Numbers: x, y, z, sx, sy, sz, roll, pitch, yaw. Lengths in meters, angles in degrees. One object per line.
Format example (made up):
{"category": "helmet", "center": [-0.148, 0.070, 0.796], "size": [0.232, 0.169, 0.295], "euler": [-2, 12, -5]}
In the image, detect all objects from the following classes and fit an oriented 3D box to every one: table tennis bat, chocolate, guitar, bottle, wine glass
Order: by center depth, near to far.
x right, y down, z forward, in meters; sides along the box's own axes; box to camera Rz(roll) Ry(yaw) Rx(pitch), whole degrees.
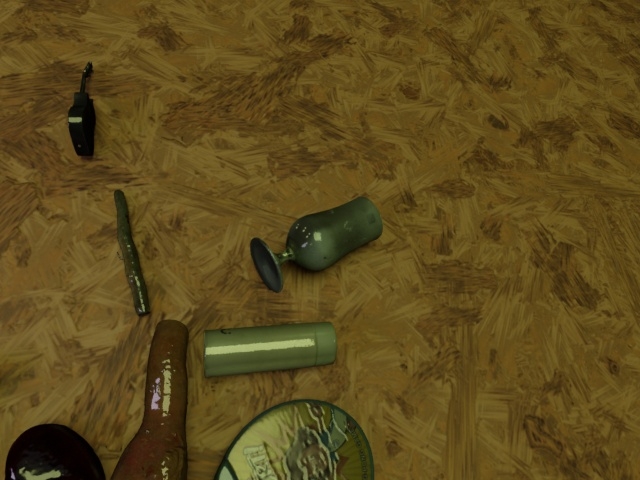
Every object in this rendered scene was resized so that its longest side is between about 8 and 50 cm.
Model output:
{"category": "chocolate", "center": [-0.338, 0.305, 0.521], "size": [0.125, 0.080, 0.148], "euler": [13, 60, -9]}
{"category": "table tennis bat", "center": [-0.067, 0.363, 0.592], "size": [0.329, 0.044, 0.215], "euler": [-26, 74, -27]}
{"category": "bottle", "center": [-0.079, 0.168, 0.666], "size": [0.202, 0.072, 0.072], "euler": [-1, 65, -16]}
{"category": "wine glass", "center": [0.000, 0.000, 0.755], "size": [0.231, 0.103, 0.103], "euler": [-24, 72, -28]}
{"category": "guitar", "center": [-0.434, -0.257, 0.786], "size": [0.025, 0.088, 0.233], "euler": [-3, 56, -16]}

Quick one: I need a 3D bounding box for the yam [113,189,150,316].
{"category": "yam", "center": [-0.319, 0.016, 0.704], "size": [0.027, 0.029, 0.234], "euler": [1, 59, -45]}

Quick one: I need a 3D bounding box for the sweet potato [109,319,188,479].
{"category": "sweet potato", "center": [-0.221, 0.291, 0.551], "size": [0.109, 0.109, 0.385], "euler": [14, 54, -8]}
